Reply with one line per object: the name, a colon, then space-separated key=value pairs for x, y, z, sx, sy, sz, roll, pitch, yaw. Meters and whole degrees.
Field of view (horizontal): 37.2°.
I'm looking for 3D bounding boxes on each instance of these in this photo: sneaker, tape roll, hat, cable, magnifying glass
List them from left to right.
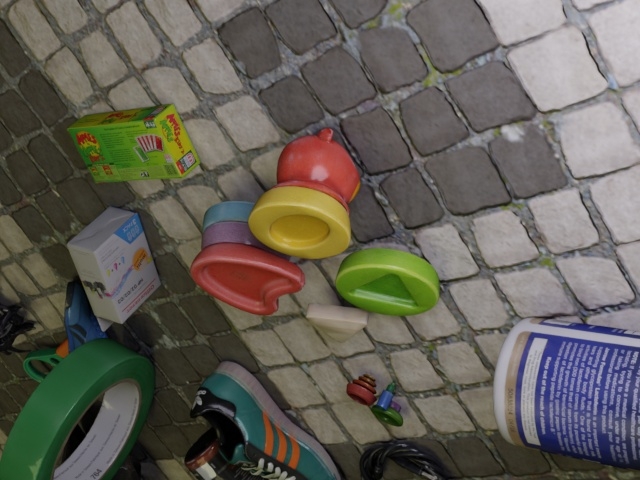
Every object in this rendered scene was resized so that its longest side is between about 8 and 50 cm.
magnifying glass: x=-0.504 y=0.225 z=1.827 sx=0.092 sy=0.026 sz=0.231 roll=35 pitch=137 yaw=-16
tape roll: x=-0.408 y=0.325 z=1.625 sx=0.077 sy=0.321 sz=0.321 roll=26 pitch=137 yaw=18
sneaker: x=-0.410 y=0.160 z=1.690 sx=0.082 sy=0.069 sz=0.209 roll=-2 pitch=122 yaw=-6
hat: x=-0.418 y=0.504 z=1.905 sx=0.133 sy=0.331 sz=0.331 roll=-10 pitch=127 yaw=-2
sneaker: x=-0.095 y=0.344 z=1.555 sx=0.302 sy=0.121 sz=0.108 roll=47 pitch=139 yaw=-8
cable: x=0.123 y=0.382 z=1.479 sx=0.150 sy=0.047 sz=0.184 roll=50 pitch=139 yaw=-10

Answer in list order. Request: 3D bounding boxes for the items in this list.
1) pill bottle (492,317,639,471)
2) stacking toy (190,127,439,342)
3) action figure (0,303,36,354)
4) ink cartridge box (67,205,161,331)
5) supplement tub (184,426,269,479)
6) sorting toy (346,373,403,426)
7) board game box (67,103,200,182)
pill bottle: x=0.338 y=0.174 z=1.050 sx=0.264 sy=0.153 sz=0.153 roll=6 pitch=128 yaw=35
stacking toy: x=0.000 y=0.000 z=1.231 sx=0.279 sy=0.130 sz=0.309 roll=26 pitch=148 yaw=-24
action figure: x=-0.649 y=0.133 z=1.782 sx=0.164 sy=0.141 sz=0.276 roll=-6 pitch=120 yaw=27
ink cartridge box: x=-0.312 y=0.052 z=1.476 sx=0.061 sy=0.104 sz=0.181 roll=13 pitch=133 yaw=29
supplement tub: x=-0.140 y=0.422 z=1.671 sx=0.198 sy=0.106 sz=0.106 roll=49 pitch=139 yaw=-9
sorting toy: x=0.087 y=0.227 z=1.382 sx=0.102 sy=0.042 sz=0.061 roll=37 pitch=156 yaw=-13
board game box: x=-0.261 y=-0.132 z=1.321 sx=0.181 sy=0.043 sz=0.092 roll=0 pitch=124 yaw=37
